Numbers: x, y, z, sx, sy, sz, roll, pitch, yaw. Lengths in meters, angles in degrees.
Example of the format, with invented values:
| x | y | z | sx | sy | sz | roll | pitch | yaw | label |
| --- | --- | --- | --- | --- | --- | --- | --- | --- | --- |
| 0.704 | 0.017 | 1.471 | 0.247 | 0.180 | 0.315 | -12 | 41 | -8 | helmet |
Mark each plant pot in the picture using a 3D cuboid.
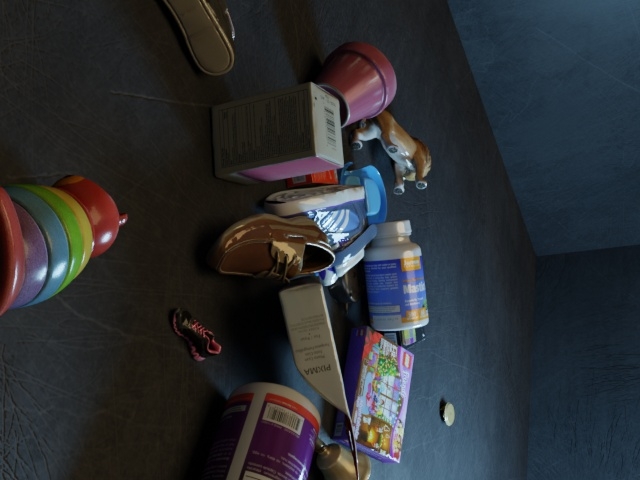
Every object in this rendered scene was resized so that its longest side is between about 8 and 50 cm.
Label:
| x | y | z | sx | sy | sz | roll | pitch | yaw | label |
| --- | --- | --- | --- | --- | --- | --- | --- | --- | --- |
| 0.064 | -0.382 | 1.900 | 0.180 | 0.201 | 0.201 | -45 | 124 | -39 | plant pot |

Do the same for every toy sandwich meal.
| x | y | z | sx | sy | sz | roll | pitch | yaw | label |
| --- | --- | --- | --- | --- | --- | --- | --- | --- | --- |
| 0.426 | 0.582 | 2.506 | 0.085 | 0.029 | 0.085 | 16 | 71 | -57 | toy sandwich meal |

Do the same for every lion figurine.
| x | y | z | sx | sy | sz | roll | pitch | yaw | label |
| --- | --- | --- | --- | --- | --- | --- | --- | --- | --- |
| 0.219 | -0.291 | 2.223 | 0.392 | 0.142 | 0.240 | 50 | 33 | -40 | lion figurine |

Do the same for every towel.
| x | y | z | sx | sy | sz | roll | pitch | yaw | label |
| --- | --- | --- | --- | --- | --- | --- | --- | --- | --- |
| 0.239 | 0.252 | 2.028 | 0.083 | 0.009 | 0.060 | 1 | 82 | -62 | towel |

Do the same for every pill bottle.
| x | y | z | sx | sy | sz | roll | pitch | yaw | label |
| --- | --- | --- | --- | --- | --- | --- | --- | --- | --- |
| 0.190 | 0.087 | 1.914 | 0.152 | 0.152 | 0.272 | -9 | 93 | -64 | pill bottle |
| -0.118 | 0.423 | 1.298 | 0.181 | 0.181 | 0.323 | 59 | 35 | -38 | pill bottle |

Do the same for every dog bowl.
| x | y | z | sx | sy | sz | roll | pitch | yaw | label |
| --- | --- | --- | --- | --- | --- | --- | --- | --- | --- |
| 0.087 | -0.116 | 1.980 | 0.297 | 0.074 | 0.166 | -4 | 86 | -64 | dog bowl |

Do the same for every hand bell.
| x | y | z | sx | sy | sz | roll | pitch | yaw | label |
| --- | --- | --- | --- | --- | --- | --- | --- | --- | --- |
| -0.004 | 0.447 | 1.632 | 0.242 | 0.126 | 0.126 | 53 | 37 | -26 | hand bell |

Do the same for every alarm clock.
| x | y | z | sx | sy | sz | roll | pitch | yaw | label |
| --- | --- | --- | --- | --- | --- | --- | --- | --- | --- |
| 0.073 | 0.079 | 1.913 | 0.129 | 0.064 | 0.192 | 58 | 32 | -39 | alarm clock |

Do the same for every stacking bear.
| x | y | z | sx | sy | sz | roll | pitch | yaw | label |
| --- | --- | --- | --- | --- | --- | --- | --- | --- | --- |
| -0.368 | -0.009 | 0.966 | 0.289 | 0.175 | 0.164 | -38 | 114 | -68 | stacking bear |

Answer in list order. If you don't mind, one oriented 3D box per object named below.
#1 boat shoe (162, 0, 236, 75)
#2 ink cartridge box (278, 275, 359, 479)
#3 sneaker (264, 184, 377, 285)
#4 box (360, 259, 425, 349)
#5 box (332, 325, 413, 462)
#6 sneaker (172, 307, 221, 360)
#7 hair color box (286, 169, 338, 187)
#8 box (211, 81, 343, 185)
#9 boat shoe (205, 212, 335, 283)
| x | y | z | sx | sy | sz | roll | pitch | yaw | label |
| --- | --- | --- | --- | --- | --- | --- | --- | --- | --- |
| -0.246 | -0.474 | 1.399 | 0.095 | 0.112 | 0.335 | -91 | 164 | -55 | boat shoe |
| -0.004 | 0.270 | 1.519 | 0.308 | 0.091 | 0.385 | 174 | -94 | -89 | ink cartridge box |
| 0.000 | 0.000 | 1.715 | 0.323 | 0.130 | 0.236 | -14 | 108 | -51 | sneaker |
| 0.204 | 0.170 | 2.096 | 0.184 | 0.103 | 0.261 | -9 | 91 | -59 | box |
| 0.139 | 0.389 | 1.881 | 0.201 | 0.057 | 0.293 | 34 | 55 | -36 | box |
| -0.215 | 0.163 | 1.317 | 0.119 | 0.057 | 0.047 | 62 | 34 | -32 | sneaker |
| -0.019 | -0.151 | 1.779 | 0.141 | 0.072 | 0.043 | -9 | 90 | -63 | hair color box |
| -0.086 | -0.205 | 1.482 | 0.127 | 0.232 | 0.148 | 12 | 73 | -62 | box |
| -0.083 | 0.022 | 1.475 | 0.116 | 0.123 | 0.324 | 45 | 32 | 26 | boat shoe |
